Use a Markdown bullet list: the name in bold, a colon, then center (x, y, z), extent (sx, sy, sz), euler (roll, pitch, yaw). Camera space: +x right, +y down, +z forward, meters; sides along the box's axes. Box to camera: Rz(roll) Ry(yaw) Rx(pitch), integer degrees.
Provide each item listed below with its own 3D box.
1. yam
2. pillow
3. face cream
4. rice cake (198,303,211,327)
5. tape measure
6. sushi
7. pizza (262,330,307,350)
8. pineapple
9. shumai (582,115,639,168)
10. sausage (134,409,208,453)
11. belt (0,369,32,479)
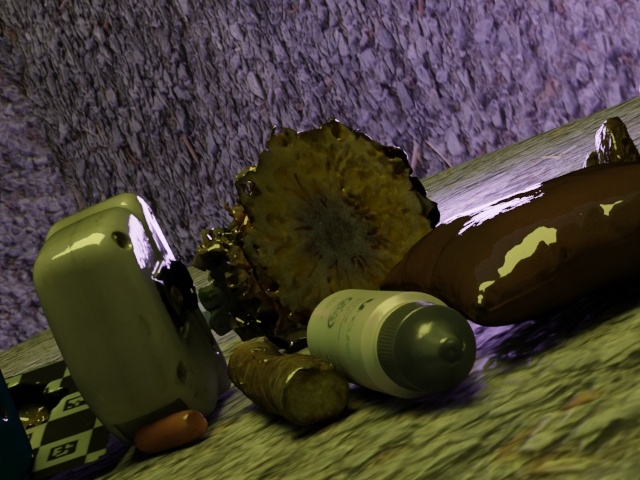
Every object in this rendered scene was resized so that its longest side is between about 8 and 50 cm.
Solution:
- **yam**: center (-0.039, 0.134, 1.438), extent (0.066, 0.066, 0.300), euler (-24, 5, -13)
- **pillow**: center (0.227, -0.001, 1.375), extent (0.308, 0.108, 0.305), euler (-20, 5, -10)
- **face cream**: center (0.063, 0.088, 1.294), extent (0.092, 0.092, 0.311), euler (-24, 5, -12)
- **rice cake**: center (-0.224, 0.140, 2.490), extent (0.226, 0.040, 0.085), euler (-24, 4, -17)
- **tape measure**: center (-0.194, 0.089, 1.614), extent (0.130, 0.258, 0.265), euler (-22, 13, 4)
- **sushi**: center (-0.382, 0.251, 1.709), extent (0.359, 0.064, 0.343), euler (-18, 17, 4)
- **pizza**: center (-0.001, 0.099, 1.858), extent (0.185, 0.036, 0.176), euler (-18, 8, 34)
- **pineapple**: center (-0.038, 0.023, 1.641), extent (0.262, 0.262, 0.272), euler (-26, -1, -35)
- **shumai**: center (0.324, -0.065, 1.672), extent (0.105, 0.123, 0.139), euler (-35, 19, -8)
- **sausage**: center (-0.150, 0.191, 1.508), extent (0.083, 0.034, 0.034), euler (-23, 4, 35)
- **belt**: center (-0.463, 0.231, 1.469), extent (0.300, 0.173, 0.436), euler (-13, 20, 24)
